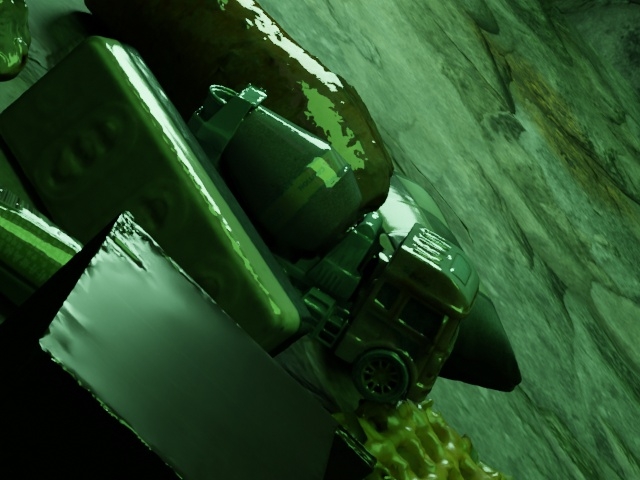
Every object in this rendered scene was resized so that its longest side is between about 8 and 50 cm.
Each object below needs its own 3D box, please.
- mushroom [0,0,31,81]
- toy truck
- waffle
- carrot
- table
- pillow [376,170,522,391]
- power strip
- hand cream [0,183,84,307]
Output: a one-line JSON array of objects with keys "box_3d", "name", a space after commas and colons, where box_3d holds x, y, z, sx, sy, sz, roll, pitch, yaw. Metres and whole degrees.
[{"box_3d": [-0.276, -0.193, 1.231, 0.225, 0.093, 0.116, 36, 4, -27], "name": "mushroom"}, {"box_3d": [0.000, 0.000, 1.384, 0.256, 0.140, 0.108, 32, 19, 2], "name": "toy truck"}, {"box_3d": [0.103, 0.236, 1.381, 0.329, 0.062, 0.329, 43, 22, -22], "name": "waffle"}, {"box_3d": [-0.068, -0.123, 1.505, 0.302, 0.139, 0.138, 45, 18, 12], "name": "carrot"}, {"box_3d": [-0.104, 0.133, 0.929, 0.193, 0.172, 0.169, 44, 21, -11], "name": "table"}, {"box_3d": [0.061, 0.019, 1.597, 0.186, 0.106, 0.250, 20, 32, -39], "name": "pillow"}, {"box_3d": [-0.118, -0.017, 1.259, 0.257, 0.105, 0.070, 57, 15, 15], "name": "power strip"}, {"box_3d": [-0.236, -0.033, 1.122, 0.235, 0.055, 0.086, 37, 21, -17], "name": "hand cream"}]
